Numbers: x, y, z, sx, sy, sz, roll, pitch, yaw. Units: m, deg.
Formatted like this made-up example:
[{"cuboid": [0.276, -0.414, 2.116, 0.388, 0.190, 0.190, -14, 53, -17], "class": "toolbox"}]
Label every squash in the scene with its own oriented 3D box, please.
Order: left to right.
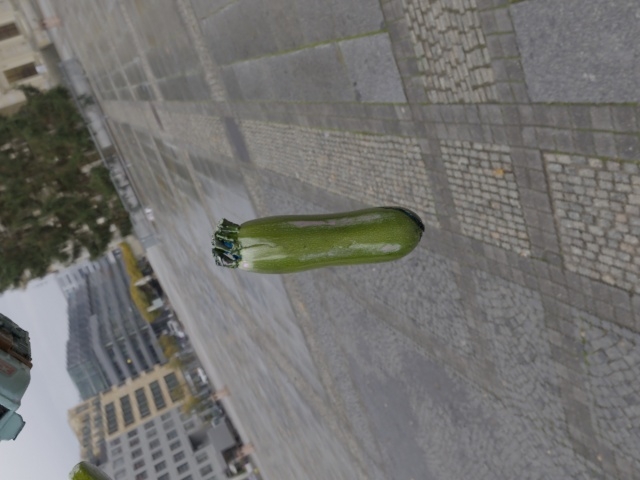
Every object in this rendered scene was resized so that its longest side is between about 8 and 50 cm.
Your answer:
[{"cuboid": [0.000, 0.000, 0.515, 0.052, 0.184, 0.052, 174, 90, -78], "class": "squash"}]

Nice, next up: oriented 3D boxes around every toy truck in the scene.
[{"cuboid": [-0.417, 0.161, 0.704, 0.136, 0.162, 0.305, 42, 164, -22], "class": "toy truck"}]

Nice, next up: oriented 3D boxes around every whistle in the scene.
[{"cuboid": [-0.403, 0.500, 1.174, 0.198, 0.057, 0.104, 47, 161, -18], "class": "whistle"}]
